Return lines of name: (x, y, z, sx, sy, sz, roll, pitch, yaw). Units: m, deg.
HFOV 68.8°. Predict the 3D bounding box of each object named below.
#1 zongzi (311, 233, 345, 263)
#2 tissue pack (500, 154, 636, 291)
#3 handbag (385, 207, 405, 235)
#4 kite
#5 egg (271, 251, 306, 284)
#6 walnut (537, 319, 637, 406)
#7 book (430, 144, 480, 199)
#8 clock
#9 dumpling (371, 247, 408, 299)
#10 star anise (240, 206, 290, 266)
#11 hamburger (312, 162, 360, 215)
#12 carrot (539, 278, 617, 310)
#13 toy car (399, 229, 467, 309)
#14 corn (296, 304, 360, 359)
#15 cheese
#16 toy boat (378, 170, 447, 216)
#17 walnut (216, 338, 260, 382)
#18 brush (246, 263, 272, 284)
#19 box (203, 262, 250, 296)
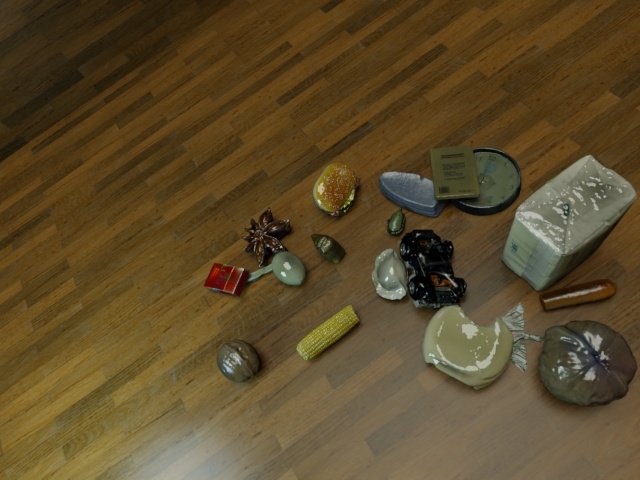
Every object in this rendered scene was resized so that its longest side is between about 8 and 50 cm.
zongzi: (0.000, 0.000, 1.773, 0.176, 0.160, 0.078, 40, 86, 28)
tissue pack: (0.736, -0.036, 1.426, 0.297, 0.380, 0.207, -37, 64, -4)
handbag: (0.289, -0.071, 1.779, 0.072, 0.047, 0.111, 12, 71, 22)
kite: (0.652, 0.306, 1.495, 0.250, 0.012, 0.229, 3, 66, 18)
egg: (-0.120, 0.107, 1.783, 0.114, 0.114, 0.152, -43, 68, -6)
walnut: (0.743, 0.346, 1.322, 0.248, 0.248, 0.248, -7, 62, 14)
book: (0.495, -0.254, 1.737, 0.161, 0.026, 0.231, -3, 60, 10)
clock: (0.606, -0.227, 1.751, 0.281, 0.055, 0.280, -7, 63, 15)
dumpling: (0.246, 0.124, 1.670, 0.127, 0.108, 0.188, -22, 71, 37)
star anise: (-0.210, -0.012, 1.889, 0.220, 0.099, 0.214, -42, 73, -11)
hamburger: (0.062, -0.205, 1.862, 0.210, 0.173, 0.116, -56, 24, -14)
carrot: (0.817, 0.170, 1.477, 0.225, 0.067, 0.067, -15, 61, 13)
toy car: (0.381, 0.094, 1.620, 0.193, 0.118, 0.301, -1, 56, -13)
corn: (0.028, 0.326, 1.645, 0.248, 0.081, 0.081, -36, 59, -2)
cheese: (0.460, 0.330, 1.477, 0.266, 0.127, 0.233, 28, 75, 26)
toy boat: (0.345, -0.190, 1.805, 0.283, 0.078, 0.127, 27, 78, 26)
walnut: (-0.294, 0.429, 1.669, 0.162, 0.140, 0.140, 42, 82, 14)
brush: (-0.237, 0.132, 1.859, 0.178, 0.030, 0.033, -26, 40, 1)
box: (-0.375, 0.155, 1.858, 0.175, 0.048, 0.112, 6, 65, 35)
